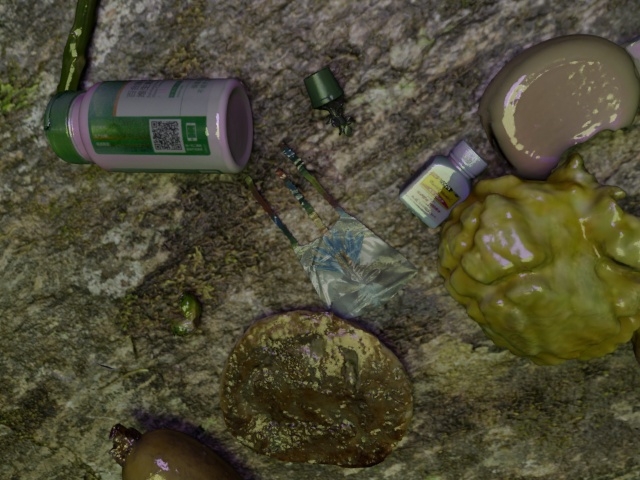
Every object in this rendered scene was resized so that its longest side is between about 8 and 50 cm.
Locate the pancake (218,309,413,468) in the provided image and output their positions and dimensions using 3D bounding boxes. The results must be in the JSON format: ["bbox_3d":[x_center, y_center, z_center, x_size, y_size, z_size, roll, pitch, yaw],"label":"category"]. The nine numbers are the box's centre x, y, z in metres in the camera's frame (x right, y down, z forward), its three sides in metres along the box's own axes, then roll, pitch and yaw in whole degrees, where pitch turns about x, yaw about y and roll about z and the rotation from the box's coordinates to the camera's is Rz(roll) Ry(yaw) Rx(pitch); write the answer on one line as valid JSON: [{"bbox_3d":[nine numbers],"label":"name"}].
[{"bbox_3d":[-0.008,0.274,0.849,0.356,0.065,0.356,4,113,10],"label":"pancake"}]

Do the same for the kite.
[{"bbox_3d":[0.000,0.001,0.767,0.169,0.015,0.310,-40,100,22],"label":"kite"}]

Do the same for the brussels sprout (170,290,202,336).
[{"bbox_3d":[-0.237,0.135,0.847,0.051,0.046,0.083,22,113,-5],"label":"brussels sprout"}]

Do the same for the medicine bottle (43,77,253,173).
[{"bbox_3d":[-0.245,-0.163,0.687,0.274,0.133,0.133,1,111,10],"label":"medicine bottle"}]

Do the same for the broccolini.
[{"bbox_3d":[-0.329,-0.325,0.670,0.078,0.074,0.392,29,112,7],"label":"broccolini"}]

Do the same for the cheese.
[{"bbox_3d":[0.344,-0.193,0.591,0.286,0.082,0.163,-26,105,18],"label":"cheese"}]

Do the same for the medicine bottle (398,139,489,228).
[{"bbox_3d":[0.177,-0.083,0.678,0.074,0.055,0.118,43,112,-6],"label":"medicine bottle"}]

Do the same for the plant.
[{"bbox_3d":[0.016,-0.189,0.672,0.051,0.051,0.102,-23,110,18],"label":"plant"}]

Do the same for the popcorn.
[{"bbox_3d":[0.281,0.030,0.592,0.270,0.224,0.258,3,143,9],"label":"popcorn"}]

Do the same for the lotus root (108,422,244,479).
[{"bbox_3d":[-0.276,0.478,0.929,0.342,0.151,0.169,42,112,-10],"label":"lotus root"}]

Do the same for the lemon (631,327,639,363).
[{"bbox_3d":[0.512,0.103,0.625,0.180,0.180,0.193,35,114,-4],"label":"lemon"}]
